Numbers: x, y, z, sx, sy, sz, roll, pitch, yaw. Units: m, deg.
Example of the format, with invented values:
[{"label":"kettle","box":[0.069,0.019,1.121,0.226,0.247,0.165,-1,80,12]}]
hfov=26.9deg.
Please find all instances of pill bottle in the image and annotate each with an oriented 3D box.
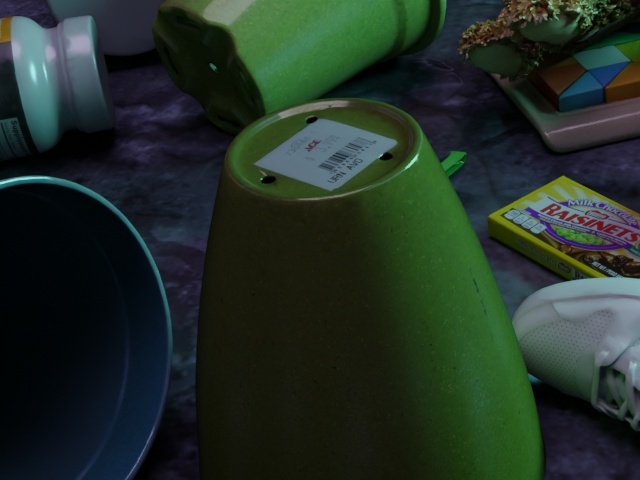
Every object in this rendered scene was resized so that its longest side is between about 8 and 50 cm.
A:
[{"label":"pill bottle","box":[-0.275,-0.413,1.802,0.224,0.224,0.392,-11,33,-3]},{"label":"pill bottle","box":[-0.384,-0.167,1.519,0.278,0.162,0.162,-11,34,-3]}]

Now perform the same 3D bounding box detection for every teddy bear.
[{"label":"teddy bear","box":[0.293,-0.279,1.461,0.338,0.113,0.245,-29,-3,-16]}]

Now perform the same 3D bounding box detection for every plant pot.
[{"label":"plant pot","box":[0.023,0.055,0.981,0.274,0.294,0.275,-6,34,4]},{"label":"plant pot","box":[-0.043,-0.259,1.520,0.254,0.276,0.276,-42,45,-23]},{"label":"plant pot","box":[-0.303,0.088,1.057,0.255,0.272,0.271,0,32,38]}]

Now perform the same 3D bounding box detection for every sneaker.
[{"label":"sneaker","box":[0.261,0.124,0.993,0.292,0.108,0.169,10,35,24]}]

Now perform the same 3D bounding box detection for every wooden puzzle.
[{"label":"wooden puzzle","box":[0.317,-0.190,1.498,0.220,0.044,0.239,-12,34,-6]}]

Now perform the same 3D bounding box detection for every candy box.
[{"label":"candy box","box":[0.262,0.004,1.240,0.105,0.027,0.206,-25,37,-28]}]

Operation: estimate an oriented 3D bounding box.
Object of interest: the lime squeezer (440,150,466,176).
[{"label":"lime squeezer","box":[0.095,-0.003,1.282,0.109,0.059,0.310,20,31,-12]}]
